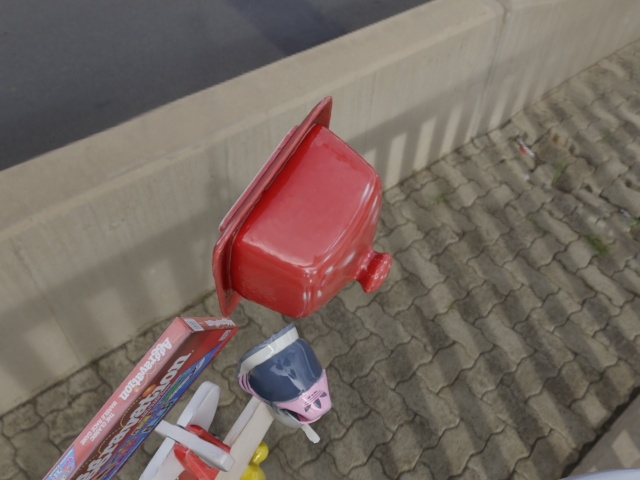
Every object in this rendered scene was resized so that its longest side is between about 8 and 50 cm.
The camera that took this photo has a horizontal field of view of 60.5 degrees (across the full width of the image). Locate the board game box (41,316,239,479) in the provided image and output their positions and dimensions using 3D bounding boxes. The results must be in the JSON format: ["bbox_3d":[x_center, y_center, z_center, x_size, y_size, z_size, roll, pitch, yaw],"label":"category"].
[{"bbox_3d":[-0.217,0.204,0.648,0.027,0.145,0.281,41,93,15],"label":"board game box"}]

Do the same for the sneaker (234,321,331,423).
[{"bbox_3d":[-0.055,0.222,0.831,0.112,0.319,0.131,-34,78,-14],"label":"sneaker"}]

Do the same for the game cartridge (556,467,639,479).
[{"bbox_3d":[0.347,0.366,0.619,0.298,0.062,0.197,-5,70,-8],"label":"game cartridge"}]

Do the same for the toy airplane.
[{"bbox_3d":[-0.155,0.419,0.966,0.273,0.385,0.384,27,14,11],"label":"toy airplane"}]

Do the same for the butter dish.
[{"bbox_3d":[0.000,0.000,0.431,0.118,0.160,0.159,29,66,7],"label":"butter dish"}]
